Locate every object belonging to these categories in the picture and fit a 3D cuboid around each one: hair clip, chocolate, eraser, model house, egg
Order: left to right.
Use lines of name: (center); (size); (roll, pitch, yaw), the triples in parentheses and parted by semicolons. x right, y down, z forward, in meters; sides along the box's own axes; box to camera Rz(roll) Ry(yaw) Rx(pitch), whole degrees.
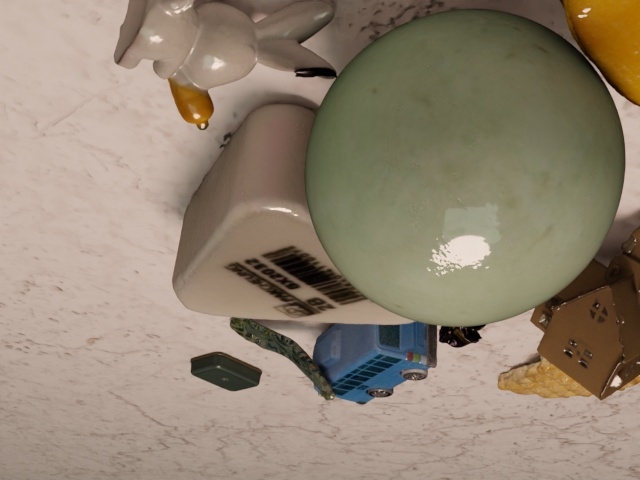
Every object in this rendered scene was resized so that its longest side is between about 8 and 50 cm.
hair clip: (-0.058, 0.187, 1.477); (0.229, 0.036, 0.066); (34, 144, 25)
eraser: (0.000, 0.000, 1.096); (0.332, 0.149, 0.331); (2, 153, 1)
egg: (0.123, -0.060, 0.814); (0.276, 0.275, 0.389); (5, 171, -1)
chocolate: (0.225, 0.138, 1.406); (0.072, 0.070, 0.147); (8, 147, 4)
model house: (0.384, 0.042, 1.152); (0.181, 0.176, 0.248); (-14, 132, -46)

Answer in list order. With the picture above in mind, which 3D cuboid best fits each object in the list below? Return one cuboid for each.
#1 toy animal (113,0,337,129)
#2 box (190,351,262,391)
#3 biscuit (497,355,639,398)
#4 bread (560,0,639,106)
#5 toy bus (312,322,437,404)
toy animal: (-0.088, -0.173, 0.825); (0.182, 0.130, 0.127); (13, 174, -34)
box: (-0.181, 0.253, 1.713); (0.091, 0.031, 0.126); (-19, 142, 36)
biscuit: (0.457, 0.224, 1.552); (0.205, 0.040, 0.309); (12, 151, -14)
bread: (0.277, -0.207, 0.672); (0.195, 0.142, 0.270); (-24, 142, 36)
toy bus: (0.080, 0.178, 1.450); (0.134, 0.116, 0.234); (15, 149, -22)
